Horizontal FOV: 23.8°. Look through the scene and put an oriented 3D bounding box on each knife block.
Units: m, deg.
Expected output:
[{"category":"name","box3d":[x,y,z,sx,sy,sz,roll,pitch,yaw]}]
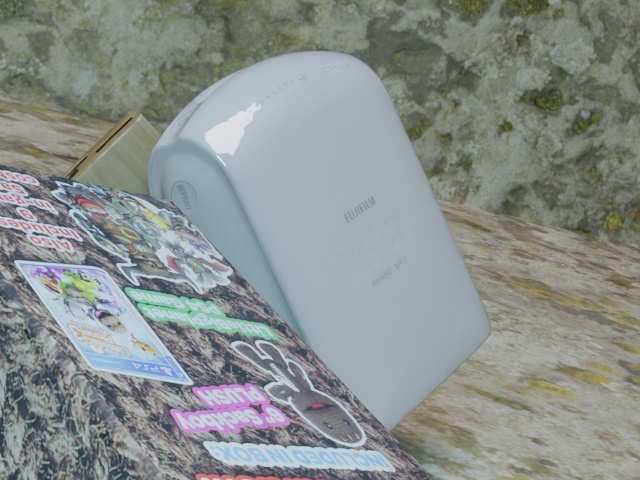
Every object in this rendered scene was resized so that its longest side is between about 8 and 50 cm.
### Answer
[{"category":"knife block","box3d":[-0.083,0.033,1.303,0.242,0.088,0.276,41,-8,19]}]

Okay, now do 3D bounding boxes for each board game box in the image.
[{"category":"board game box","box3d":[-0.078,0.149,0.518,0.141,0.232,0.291,12,26,-52]}]

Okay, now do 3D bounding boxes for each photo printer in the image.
[{"category":"photo printer","box3d":[0.000,0.000,1.249,0.107,0.308,0.256,-18,10,39]}]
